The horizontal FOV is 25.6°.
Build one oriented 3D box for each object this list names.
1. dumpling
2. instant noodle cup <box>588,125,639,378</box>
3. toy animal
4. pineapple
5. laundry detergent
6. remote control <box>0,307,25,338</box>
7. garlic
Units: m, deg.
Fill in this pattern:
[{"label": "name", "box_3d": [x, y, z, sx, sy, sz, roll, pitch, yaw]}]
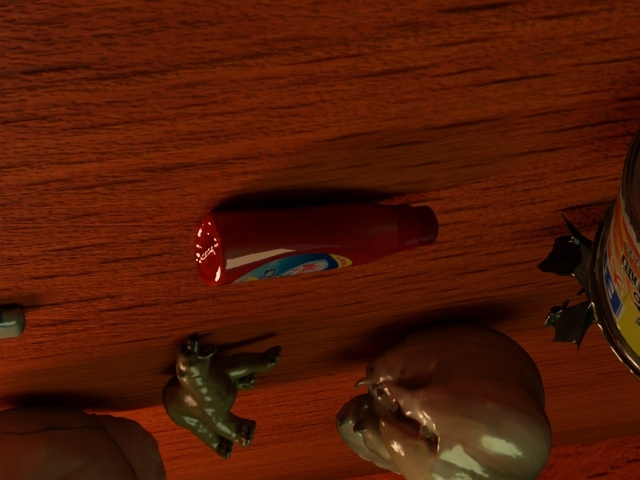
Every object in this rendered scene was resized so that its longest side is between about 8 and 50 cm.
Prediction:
[{"label": "dumpling", "box_3d": [-0.294, 0.305, 1.505, 0.181, 0.260, 0.341, -18, 168, 10]}, {"label": "instant noodle cup", "box_3d": [0.265, -0.010, 0.862, 0.205, 0.205, 0.153, -11, 154, 8]}, {"label": "toy animal", "box_3d": [-0.110, 0.150, 1.410, 0.101, 0.103, 0.219, 18, 164, -9]}, {"label": "pineapple", "box_3d": [0.316, 0.018, 1.127, 0.277, 0.119, 0.130, -7, -151, -5]}, {"label": "laundry detergent", "box_3d": [0.000, 0.000, 0.975, 0.165, 0.049, 0.097, -6, 171, -18]}, {"label": "remote control", "box_3d": [-0.296, 0.070, 1.111, 0.124, 0.018, 0.053, -6, 166, -12]}, {"label": "garlic", "box_3d": [0.125, 0.170, 1.460, 0.203, 0.184, 0.281, 23, 175, -16]}]
